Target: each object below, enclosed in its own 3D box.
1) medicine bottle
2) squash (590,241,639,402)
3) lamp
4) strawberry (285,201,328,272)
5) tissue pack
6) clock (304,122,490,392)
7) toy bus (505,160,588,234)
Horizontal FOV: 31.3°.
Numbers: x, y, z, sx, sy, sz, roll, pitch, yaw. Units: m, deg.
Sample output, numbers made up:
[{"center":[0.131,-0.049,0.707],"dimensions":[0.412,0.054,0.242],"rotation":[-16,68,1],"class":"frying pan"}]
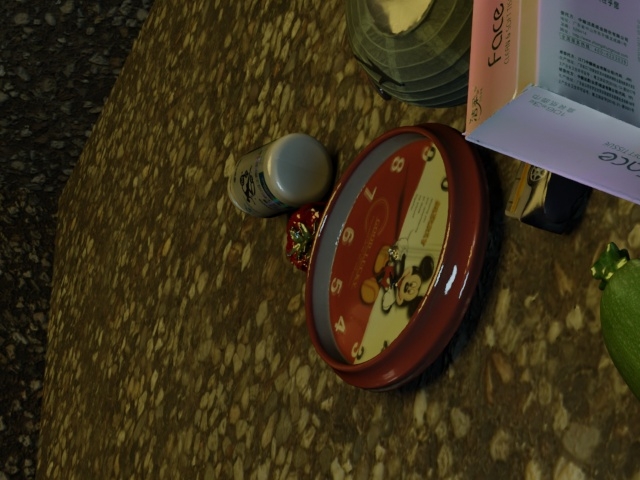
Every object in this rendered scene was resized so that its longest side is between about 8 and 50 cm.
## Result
[{"center":[-0.066,-0.091,1.689],"dimensions":[0.191,0.107,0.107],"rotation":[-15,61,63],"class":"medicine bottle"},{"center":[0.284,0.110,0.777],"dimensions":[0.107,0.107,0.395],"rotation":[-64,25,19],"class":"squash"},{"center":[0.141,-0.261,1.212],"dimensions":[0.233,0.233,0.265],"rotation":[-131,53,-63],"class":"lamp"},{"center":[0.001,0.000,1.502],"dimensions":[0.106,0.106,0.106],"rotation":[-46,35,47],"class":"strawberry"},{"center":[0.237,-0.119,0.862],"dimensions":[0.092,0.246,0.149],"rotation":[-35,42,57],"class":"tissue pack"},{"center":[0.089,0.018,1.310],"dimensions":[0.318,0.080,0.319],"rotation":[-40,40,45],"class":"clock"},{"center":[0.230,-0.094,1.099],"dimensions":[0.072,0.057,0.172],"rotation":[-161,88,-76],"class":"toy bus"}]
